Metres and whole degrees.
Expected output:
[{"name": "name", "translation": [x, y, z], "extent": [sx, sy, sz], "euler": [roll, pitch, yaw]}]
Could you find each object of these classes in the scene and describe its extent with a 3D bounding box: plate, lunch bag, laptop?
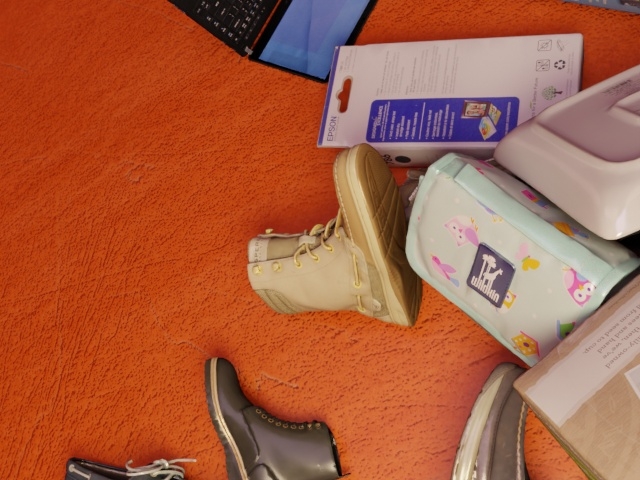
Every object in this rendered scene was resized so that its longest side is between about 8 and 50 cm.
[{"name": "plate", "translation": [0.331, -0.119, 0.796], "extent": [0.277, 0.045, 0.278], "euler": [-25, 23, 0]}, {"name": "lunch bag", "translation": [0.216, 0.031, 0.865], "extent": [0.160, 0.262, 0.223], "euler": [-47, 61, -3]}, {"name": "laptop", "translation": [-0.061, -0.393, 1.216], "extent": [0.234, 0.264, 0.136], "euler": [-62, 26, -11]}]

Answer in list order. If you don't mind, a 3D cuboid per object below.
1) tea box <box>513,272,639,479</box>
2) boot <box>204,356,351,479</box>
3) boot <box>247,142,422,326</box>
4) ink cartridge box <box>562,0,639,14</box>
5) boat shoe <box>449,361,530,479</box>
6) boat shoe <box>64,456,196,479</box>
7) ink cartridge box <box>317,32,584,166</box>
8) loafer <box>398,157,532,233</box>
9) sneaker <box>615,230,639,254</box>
[{"name": "tea box", "translation": [0.405, 0.158, 0.675], "extent": [0.329, 0.323, 0.220], "euler": [-40, 23, 0]}, {"name": "boot", "translation": [-0.055, 0.220, 1.006], "extent": [0.137, 0.077, 0.198], "euler": [-22, 76, 6]}, {"name": "boot", "translation": [0.000, 0.000, 0.971], "extent": [0.203, 0.262, 0.095], "euler": [2, 49, 24]}, {"name": "ink cartridge box", "translation": [0.487, -0.414, 1.009], "extent": [0.395, 0.151, 0.270], "euler": [19, 77, 28]}, {"name": "boat shoe", "translation": [0.191, 0.308, 0.852], "extent": [0.130, 0.132, 0.356], "euler": [11, 82, 14]}, {"name": "boat shoe", "translation": [-0.212, 0.308, 1.014], "extent": [0.254, 0.095, 0.079], "euler": [-4, 78, 29]}, {"name": "ink cartridge box", "translation": [0.169, -0.181, 1.084], "extent": [0.332, 0.065, 0.165], "euler": [4, 70, 21]}, {"name": "loafer", "translation": [0.144, -0.062, 1.026], "extent": [0.251, 0.094, 0.087], "euler": [-20, 64, 14]}, {"name": "sneaker", "translation": [0.406, -0.076, 0.920], "extent": [0.295, 0.124, 0.178], "euler": [-27, 72, -4]}]
